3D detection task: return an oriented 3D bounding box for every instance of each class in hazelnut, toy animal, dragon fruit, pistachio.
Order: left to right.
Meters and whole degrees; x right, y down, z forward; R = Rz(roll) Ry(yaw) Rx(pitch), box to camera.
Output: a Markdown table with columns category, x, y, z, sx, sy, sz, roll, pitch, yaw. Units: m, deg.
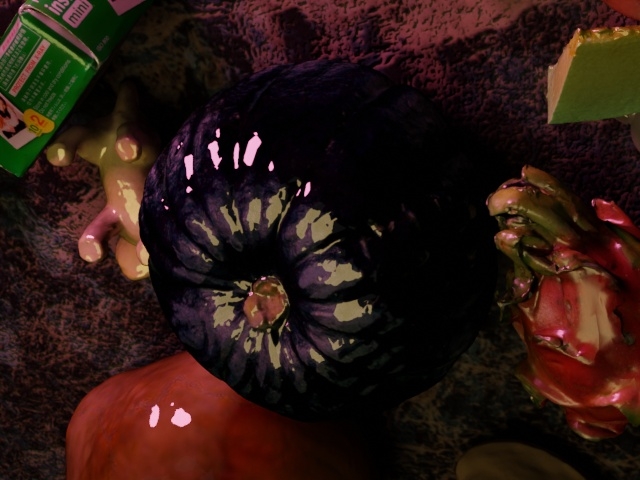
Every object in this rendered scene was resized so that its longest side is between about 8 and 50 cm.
| category | x | y | z | sx | sy | sz | roll | pitch | yaw |
| --- | --- | --- | --- | --- | --- | --- | --- | --- | --- |
| toy animal | -0.201 | -0.042 | 1.678 | 0.121 | 0.169 | 0.233 | -9 | 115 | 22 |
| hazelnut | -0.117 | 0.281 | 1.766 | 0.366 | 0.366 | 0.366 | 18 | 129 | 23 |
| pistachio | 0.244 | 0.302 | 1.664 | 0.226 | 0.136 | 0.136 | 31 | 133 | 5 |
| dragon fruit | 0.238 | 0.064 | 1.443 | 0.269 | 0.198 | 0.200 | 30 | 113 | -14 |

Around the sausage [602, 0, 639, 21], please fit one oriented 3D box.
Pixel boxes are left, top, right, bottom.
| category | x | y | z | sx | sy | sz | roll | pitch | yaw |
| --- | --- | --- | --- | --- | --- | --- | --- | --- | --- |
| sausage | 0.232 | -0.253 | 1.299 | 0.194 | 0.077 | 0.077 | 37 | 134 | 4 |

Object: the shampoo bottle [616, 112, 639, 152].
| category | x | y | z | sx | sy | sz | roll | pitch | yaw |
| --- | --- | --- | --- | --- | --- | --- | --- | --- | --- |
| shampoo bottle | 0.322 | -0.101 | 1.373 | 0.165 | 0.040 | 0.080 | 27 | 126 | 16 |

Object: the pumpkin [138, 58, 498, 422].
| category | x | y | z | sx | sy | sz | roll | pitch | yaw |
| --- | --- | --- | --- | --- | --- | --- | --- | --- | --- |
| pumpkin | 0.000 | 0.000 | 1.507 | 0.363 | 0.266 | 0.363 | 16 | 124 | 26 |

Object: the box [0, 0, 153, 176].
| category | x | y | z | sx | sy | sz | roll | pitch | yaw |
| --- | --- | --- | --- | --- | --- | --- | --- | --- | --- |
| box | -0.278 | -0.197 | 1.613 | 0.103 | 0.180 | 0.250 | 36 | 137 | -9 |

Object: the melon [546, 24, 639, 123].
| category | x | y | z | sx | sy | sz | roll | pitch | yaw |
| --- | --- | --- | --- | --- | --- | --- | --- | --- | --- |
| melon | 0.310 | -0.166 | 1.300 | 0.261 | 0.053 | 0.114 | -11 | 145 | 20 |
